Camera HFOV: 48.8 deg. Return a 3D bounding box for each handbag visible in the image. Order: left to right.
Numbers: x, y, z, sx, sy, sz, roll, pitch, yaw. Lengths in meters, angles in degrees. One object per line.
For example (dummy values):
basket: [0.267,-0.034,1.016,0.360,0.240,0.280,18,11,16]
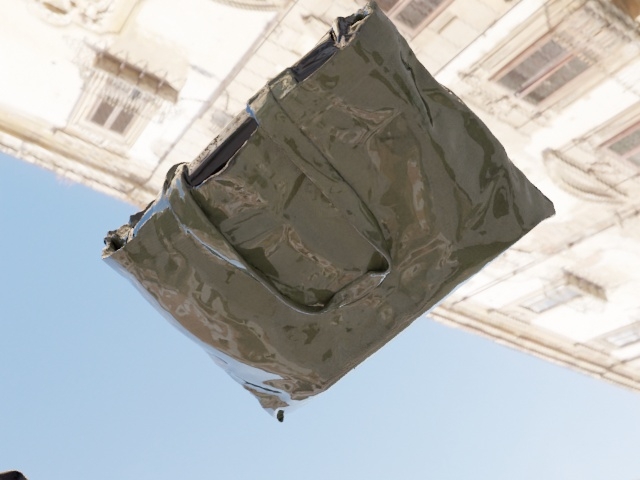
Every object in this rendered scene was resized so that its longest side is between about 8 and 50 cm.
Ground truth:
handbag: [0.000,-0.004,0.575,0.253,0.316,0.109,42,-160,-29]

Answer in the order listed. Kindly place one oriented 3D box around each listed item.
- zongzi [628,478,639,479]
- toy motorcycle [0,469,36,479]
zongzi: [0.297,0.259,0.571,0.274,0.300,0.145,51,-139,-51]
toy motorcycle: [-0.235,0.106,0.400,0.270,0.106,0.159,47,-138,-4]
